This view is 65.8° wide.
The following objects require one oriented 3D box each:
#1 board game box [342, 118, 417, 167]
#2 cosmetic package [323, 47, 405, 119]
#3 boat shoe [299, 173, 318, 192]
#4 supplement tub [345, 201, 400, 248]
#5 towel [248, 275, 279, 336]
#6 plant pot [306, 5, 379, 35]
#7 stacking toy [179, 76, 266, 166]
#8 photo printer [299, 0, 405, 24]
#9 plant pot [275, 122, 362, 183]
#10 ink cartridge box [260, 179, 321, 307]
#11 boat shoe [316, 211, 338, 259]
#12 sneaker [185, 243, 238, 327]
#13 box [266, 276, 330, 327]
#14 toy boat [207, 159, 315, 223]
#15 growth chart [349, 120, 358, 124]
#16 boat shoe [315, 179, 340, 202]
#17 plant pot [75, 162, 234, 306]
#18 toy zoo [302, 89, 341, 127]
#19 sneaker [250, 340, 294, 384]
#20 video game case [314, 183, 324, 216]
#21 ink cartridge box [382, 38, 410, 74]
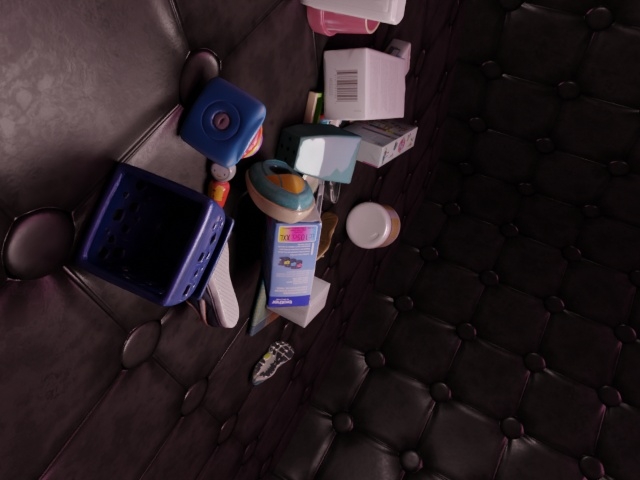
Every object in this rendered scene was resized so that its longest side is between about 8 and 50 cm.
[{"bbox_3d":[0.231,-0.421,2.047,0.303,0.223,0.098,-36,143,-43],"label":"board game box"},{"bbox_3d":[0.172,-0.561,1.807,0.453,0.161,0.230,-28,121,-61],"label":"cosmetic package"},{"bbox_3d":[-0.066,-0.181,1.829,0.081,0.068,0.228,-6,121,-35],"label":"boat shoe"},{"bbox_3d":[0.290,-0.081,2.629,0.331,0.240,0.241,-2,114,-69],"label":"supplement tub"},{"bbox_3d":[-0.179,0.178,1.981,0.271,0.040,0.371,-26,137,-62],"label":"towel"},{"bbox_3d":[0.083,-0.697,1.457,0.201,0.180,0.201,-53,158,-33],"label":"plant pot"},{"bbox_3d":[-0.211,-0.269,1.260,0.175,0.165,0.302,-58,176,2],"label":"stacking toy"},{"bbox_3d":[0.073,-0.698,1.229,0.107,0.307,0.256,-48,151,-46],"label":"photo printer"},{"bbox_3d":[-0.018,-0.293,1.633,0.234,0.165,0.166,-5,118,-41],"label":"plant pot"},{"bbox_3d":[-0.111,0.034,1.637,0.270,0.151,0.396,-108,-159,-53],"label":"ink cartridge box"},{"bbox_3d":[0.000,0.000,2.148,0.285,0.104,0.089,-58,168,-37],"label":"boat shoe"},{"bbox_3d":[-0.326,0.094,1.386,0.126,0.127,0.322,-34,118,-67],"label":"sneaker"},{"bbox_3d":[-0.086,0.216,1.934,0.182,0.180,0.119,-39,149,-54],"label":"box"},{"bbox_3d":[-0.163,-0.157,1.387,0.318,0.267,0.148,-2,125,-34],"label":"toy boat"},{"bbox_3d":[0.161,-0.500,2.140,0.172,0.021,0.238,-38,145,-53],"label":"growth chart"},{"bbox_3d":[0.055,-0.273,1.942,0.113,0.104,0.307,-43,156,-45],"label":"boat shoe"},{"bbox_3d":[-0.334,-0.003,1.071,0.236,0.235,0.212,-66,167,-3],"label":"plant pot"},{"bbox_3d":[0.019,-0.450,1.797,0.293,0.030,0.193,-35,143,-58],"label":"toy zoo"},{"bbox_3d":[-0.224,0.550,2.236,0.275,0.107,0.110,-33,161,-51],"label":"sneaker"},{"bbox_3d":[-0.036,-0.059,1.877,0.285,0.025,0.204,-82,-168,-51],"label":"video game case"},{"bbox_3d":[0.307,-0.741,2.141,0.212,0.093,0.154,-56,159,-25],"label":"ink cartridge box"}]
